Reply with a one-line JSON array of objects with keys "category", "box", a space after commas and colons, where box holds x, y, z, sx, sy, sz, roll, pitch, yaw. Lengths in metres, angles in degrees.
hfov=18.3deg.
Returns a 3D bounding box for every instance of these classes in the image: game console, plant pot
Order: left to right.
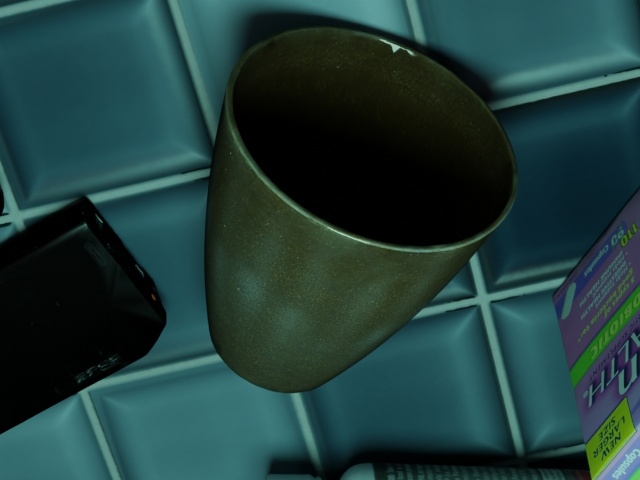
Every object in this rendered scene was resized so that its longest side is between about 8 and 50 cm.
[{"category": "game console", "box": [-0.295, -0.009, 1.511, 0.213, 0.044, 0.361, -29, 117, 15]}, {"category": "plant pot", "box": [0.000, 0.000, 1.451, 0.215, 0.215, 0.230, 16, 134, -11]}]

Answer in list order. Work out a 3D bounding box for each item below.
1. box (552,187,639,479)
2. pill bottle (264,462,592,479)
[{"category": "box", "box": [0.288, 0.055, 1.453, 0.117, 0.243, 0.213, 27, 117, -17]}, {"category": "pill bottle", "box": [0.093, 0.263, 1.620, 0.283, 0.161, 0.161, 3, 121, -3]}]
